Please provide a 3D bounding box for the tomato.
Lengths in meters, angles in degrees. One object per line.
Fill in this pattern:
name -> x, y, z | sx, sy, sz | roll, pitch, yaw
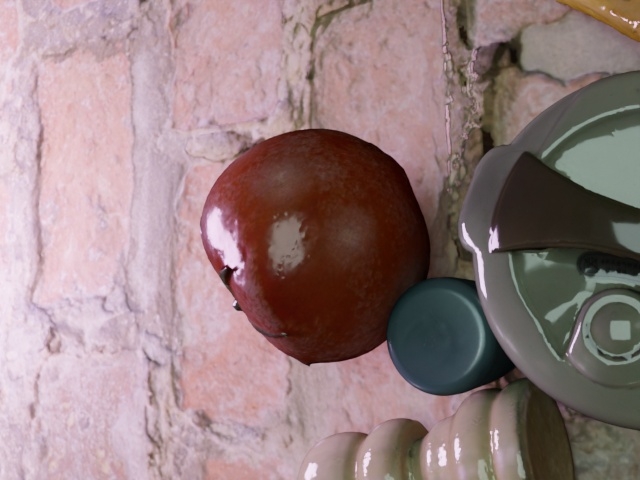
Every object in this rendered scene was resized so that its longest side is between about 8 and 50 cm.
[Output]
tomato -> 0.000, 0.000, 1.110 | 0.265, 0.265, 0.265 | -4, 81, 24

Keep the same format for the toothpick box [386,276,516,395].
toothpick box -> 0.158, 0.101, 1.062 | 0.120, 0.184, 0.120 | -2, 86, 28

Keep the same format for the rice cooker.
rice cooker -> 0.315, 0.012, 0.921 | 0.335, 0.325, 0.335 | -3, 82, 24

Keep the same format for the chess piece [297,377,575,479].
chess piece -> 0.111, 0.253, 1.085 | 0.299, 0.167, 0.167 | -14, 77, 28

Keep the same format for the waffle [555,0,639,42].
waffle -> 0.386, -0.327, 1.043 | 0.248, 0.055, 0.221 | -54, 42, 8
